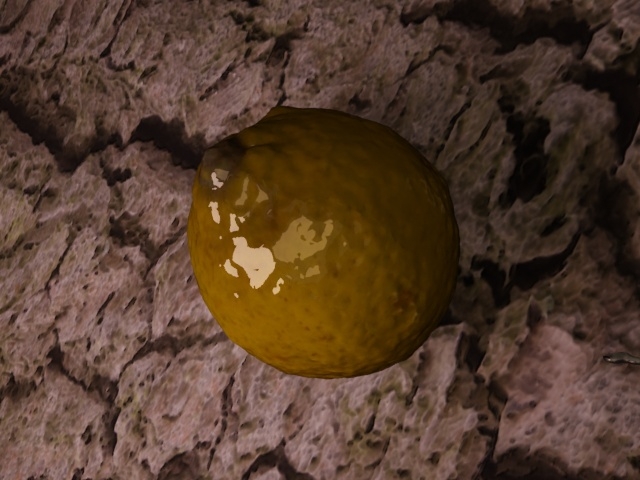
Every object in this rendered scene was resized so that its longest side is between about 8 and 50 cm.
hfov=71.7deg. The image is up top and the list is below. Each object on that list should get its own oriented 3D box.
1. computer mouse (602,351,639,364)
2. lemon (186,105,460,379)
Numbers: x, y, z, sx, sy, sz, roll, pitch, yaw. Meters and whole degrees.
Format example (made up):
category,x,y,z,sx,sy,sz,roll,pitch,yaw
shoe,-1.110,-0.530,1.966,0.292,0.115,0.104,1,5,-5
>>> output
category,x,y,z,sx,sy,sz,roll,pitch,yaw
computer mouse,0.564,0.124,0.553,0.380,0.090,0.167,-11,82,21
lemon,0.000,0.000,0.576,0.350,0.387,0.349,-15,60,27
